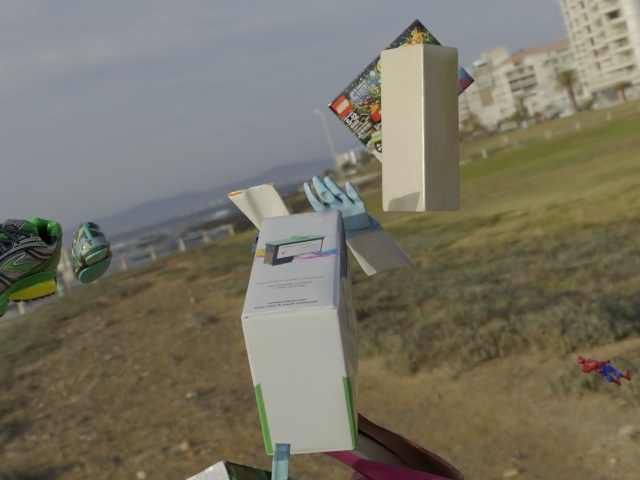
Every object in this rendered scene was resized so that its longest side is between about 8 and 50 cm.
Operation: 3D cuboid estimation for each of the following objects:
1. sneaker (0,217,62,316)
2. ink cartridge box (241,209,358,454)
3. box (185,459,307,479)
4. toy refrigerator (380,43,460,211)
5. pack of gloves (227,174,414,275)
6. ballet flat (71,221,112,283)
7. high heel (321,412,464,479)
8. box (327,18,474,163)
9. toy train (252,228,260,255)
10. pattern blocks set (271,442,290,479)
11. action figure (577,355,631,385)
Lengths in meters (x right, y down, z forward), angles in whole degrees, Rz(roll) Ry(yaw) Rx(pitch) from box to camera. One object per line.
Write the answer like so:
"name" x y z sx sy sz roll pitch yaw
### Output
"sneaker" -0.547 0.034 1.602 0.134 0.146 0.343 18 14 11
"ink cartridge box" -0.018 0.108 1.246 0.117 0.201 0.278 -6 25 5
"box" -0.155 0.392 1.343 0.232 0.058 0.322 -29 -24 10
"toy refrigerator" 0.169 -0.183 1.613 0.094 0.269 0.102 -2 2 -39
"pack of gloves" 0.000 0.000 1.425 0.195 0.232 0.046 -10 48 31
"ballet flat" -0.366 0.015 1.534 0.070 0.070 0.188 -18 -11 -22
"high heel" 0.059 0.280 1.496 0.181 0.377 0.127 -26 31 25
"box" 0.149 -0.277 1.823 0.233 0.159 0.044 -44 8 8
"toy train" -0.059 0.027 2.020 0.080 0.184 0.105 -45 -20 -32
"pattern blocks set" -0.048 0.394 1.004 0.026 0.324 0.285 3 22 -1
"action figure" 0.466 0.212 1.608 0.115 0.030 0.038 21 -39 -33
